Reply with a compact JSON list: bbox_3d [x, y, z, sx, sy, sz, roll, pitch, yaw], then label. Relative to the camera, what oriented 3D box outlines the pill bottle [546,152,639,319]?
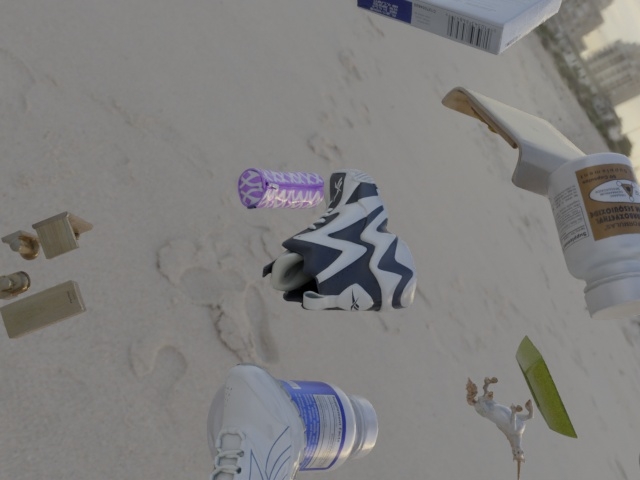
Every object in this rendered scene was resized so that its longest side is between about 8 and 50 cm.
[{"bbox_3d":[0.430,-0.004,1.035,0.131,0.131,0.229,29,48,-55],"label":"pill bottle"}]

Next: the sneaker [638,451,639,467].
[{"bbox_3d":[0.745,0.367,1.318,0.126,0.321,0.127,36,18,14],"label":"sneaker"}]

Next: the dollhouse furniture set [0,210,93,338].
[{"bbox_3d":[-0.425,0.059,1.093,0.123,0.144,0.151,95,-27,-82],"label":"dollhouse furniture set"}]

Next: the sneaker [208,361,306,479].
[{"bbox_3d":[-0.091,0.308,0.886,0.129,0.111,0.297,-1,83,-49],"label":"sneaker"}]

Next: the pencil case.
[{"bbox_3d":[-0.079,-0.109,1.444,0.206,0.088,0.087,-4,76,-51],"label":"pencil case"}]

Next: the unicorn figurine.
[{"bbox_3d":[0.311,0.301,1.160,0.162,0.060,0.111,47,-35,37],"label":"unicorn figurine"}]

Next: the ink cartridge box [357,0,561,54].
[{"bbox_3d":[0.201,-0.338,0.929,0.224,0.223,0.045,-38,144,-34],"label":"ink cartridge box"}]

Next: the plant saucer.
[{"bbox_3d":[0.476,0.317,1.484,0.188,0.045,0.189,-43,110,-81],"label":"plant saucer"}]

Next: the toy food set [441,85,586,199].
[{"bbox_3d":[0.369,-0.168,1.273,0.219,0.092,0.306,14,30,-27],"label":"toy food set"}]

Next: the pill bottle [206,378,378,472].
[{"bbox_3d":[-0.038,0.310,1.150,0.271,0.152,0.152,12,53,-40],"label":"pill bottle"}]

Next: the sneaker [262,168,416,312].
[{"bbox_3d":[0.000,0.000,0.794,0.094,0.152,0.235,94,-18,-44],"label":"sneaker"}]
